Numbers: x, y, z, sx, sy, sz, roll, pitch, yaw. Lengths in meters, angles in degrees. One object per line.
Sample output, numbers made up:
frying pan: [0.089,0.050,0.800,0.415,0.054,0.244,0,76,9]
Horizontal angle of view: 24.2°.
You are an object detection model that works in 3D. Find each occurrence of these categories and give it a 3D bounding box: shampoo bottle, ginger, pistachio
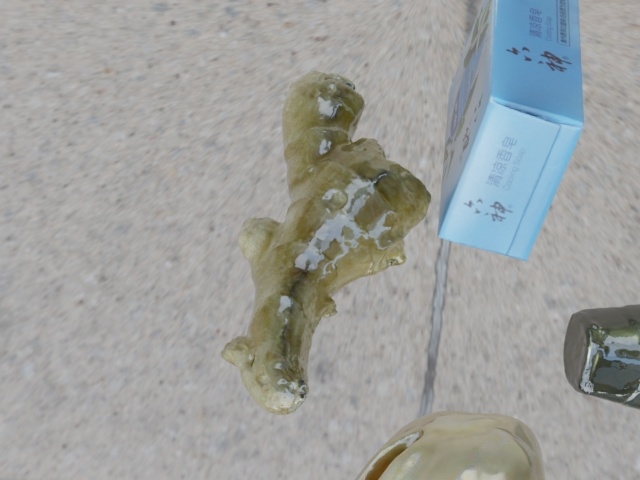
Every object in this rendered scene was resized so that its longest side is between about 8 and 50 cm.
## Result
shampoo bottle: [0.414,0.123,1.467,0.350,0.084,0.125,4,103,-10]
ginger: [0.000,0.000,1.213,0.148,0.081,0.333,21,58,0]
pistachio: [0.098,0.290,1.394,0.187,0.187,0.299,32,92,-2]

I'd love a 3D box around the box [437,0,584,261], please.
box: [0.159,-0.112,1.247,0.083,0.232,0.142,16,128,-3]
